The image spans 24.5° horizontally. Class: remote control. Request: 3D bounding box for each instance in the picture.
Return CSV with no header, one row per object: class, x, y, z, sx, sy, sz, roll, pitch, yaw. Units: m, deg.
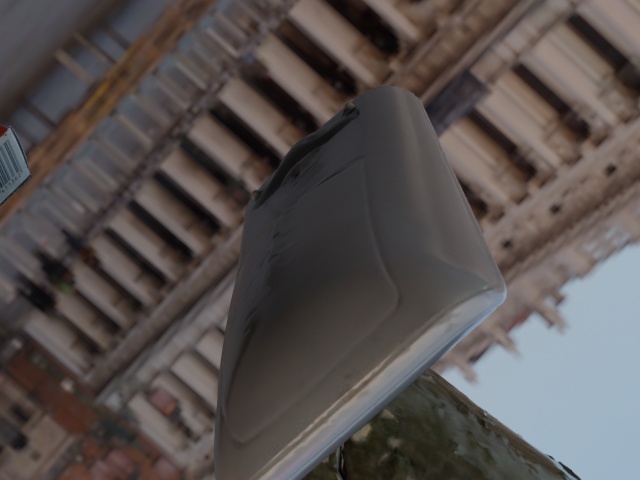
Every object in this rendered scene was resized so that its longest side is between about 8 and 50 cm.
remote control,0.000,0.000,0.574,0.109,0.055,0.313,-43,-166,11

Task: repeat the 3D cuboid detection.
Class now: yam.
yam,0.090,0.182,0.774,0.161,0.268,0.161,-52,176,-5

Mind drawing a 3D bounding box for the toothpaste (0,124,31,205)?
toothpaste,-0.197,0.006,0.639,0.164,0.046,0.034,-49,149,-28
